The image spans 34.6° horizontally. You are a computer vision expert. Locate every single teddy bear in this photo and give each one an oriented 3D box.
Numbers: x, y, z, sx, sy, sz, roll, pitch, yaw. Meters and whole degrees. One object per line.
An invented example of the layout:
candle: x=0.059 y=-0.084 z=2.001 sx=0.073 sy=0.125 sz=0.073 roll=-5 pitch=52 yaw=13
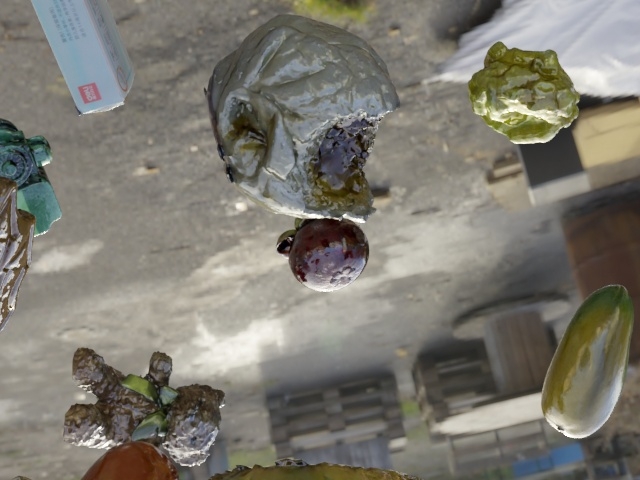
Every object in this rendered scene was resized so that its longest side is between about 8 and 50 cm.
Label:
teddy bear: x=-0.327 y=0.326 z=1.939 sx=0.222 sy=0.246 sz=0.296 roll=-2 pitch=157 yaw=14

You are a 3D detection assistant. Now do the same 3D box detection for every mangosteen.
mangosteen: x=0.004 y=-0.001 z=1.855 sx=0.155 sy=0.181 sz=0.146 roll=-11 pitch=161 yaw=-21

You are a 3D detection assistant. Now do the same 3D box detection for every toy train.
toy train: x=-0.667 y=-0.101 z=2.038 sx=0.299 sy=0.167 sz=0.238 roll=-20 pitch=125 yaw=-13

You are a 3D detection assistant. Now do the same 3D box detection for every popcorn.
popcorn: x=0.359 y=-0.262 z=1.793 sx=0.197 sy=0.156 sz=0.197 roll=24 pitch=167 yaw=6

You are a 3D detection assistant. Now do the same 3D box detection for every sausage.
sausage: x=-0.281 y=0.379 z=1.328 sx=0.133 sy=0.258 sz=0.133 roll=32 pitch=177 yaw=2

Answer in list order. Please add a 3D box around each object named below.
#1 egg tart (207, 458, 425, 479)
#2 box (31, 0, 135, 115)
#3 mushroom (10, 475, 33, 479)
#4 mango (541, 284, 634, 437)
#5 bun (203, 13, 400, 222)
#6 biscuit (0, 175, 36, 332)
egg tart: x=0.002 y=0.222 z=0.693 sx=0.288 sy=0.118 sz=0.288 roll=3 pitch=154 yaw=2
box: x=-0.374 y=-0.339 z=1.591 sx=0.079 sy=0.135 sz=0.269 roll=-15 pitch=119 yaw=7
mushroom: x=-0.555 y=0.578 z=2.011 sx=0.189 sy=0.254 sz=0.195 roll=33 pitch=105 yaw=-24
mango: x=0.430 y=0.193 z=1.625 sx=0.156 sy=0.114 sz=0.251 roll=-3 pitch=118 yaw=-48
bun: x=-0.041 y=-0.156 z=1.344 sx=0.204 sy=0.282 sz=0.281 roll=-8 pitch=163 yaw=-40
biscuit: x=-0.340 y=0.039 z=0.998 sx=0.034 sy=0.215 sz=0.182 roll=28 pitch=-170 yaw=14
